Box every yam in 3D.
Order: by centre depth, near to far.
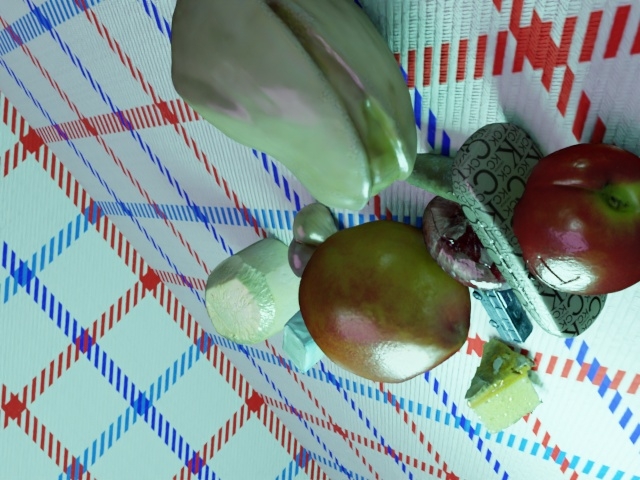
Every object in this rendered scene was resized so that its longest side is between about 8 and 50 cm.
[{"bbox_3d":[0.208,-0.097,1.586,0.169,0.068,0.068,28,154,43],"label":"yam"}]

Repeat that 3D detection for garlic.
[{"bbox_3d":[-0.012,-0.002,2.159,0.099,0.124,0.175,-136,39,-55],"label":"garlic"}]

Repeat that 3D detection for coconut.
[{"bbox_3d":[-0.144,0.125,2.504,0.239,0.244,0.239,15,118,31],"label":"coconut"}]

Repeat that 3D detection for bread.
[{"bbox_3d":[0.343,0.287,1.972,0.127,0.152,0.147,35,162,49],"label":"bread"}]

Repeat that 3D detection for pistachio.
[{"bbox_3d":[-0.043,-0.235,1.491,0.445,0.281,0.365,48,167,6],"label":"pistachio"}]

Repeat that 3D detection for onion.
[{"bbox_3d":[0.248,0.023,1.697,0.206,0.098,0.151,33,156,30],"label":"onion"}]

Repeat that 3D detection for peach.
[{"bbox_3d":[0.339,-0.023,1.298,0.226,0.196,0.190,120,140,-72],"label":"peach"},{"bbox_3d":[0.125,0.114,1.851,0.332,0.308,0.308,24,152,38],"label":"peach"}]

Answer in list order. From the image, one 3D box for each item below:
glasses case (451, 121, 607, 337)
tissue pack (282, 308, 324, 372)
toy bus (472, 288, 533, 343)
[{"bbox_3d":[0.306,-0.010,1.453,0.355,0.137,0.085,54,158,-23],"label":"glasses case"},{"bbox_3d":[0.036,0.147,2.122,0.089,0.263,0.177,44,160,14],"label":"tissue pack"},{"bbox_3d":[0.323,0.114,1.806,0.065,0.047,0.166,12,144,49],"label":"toy bus"}]
